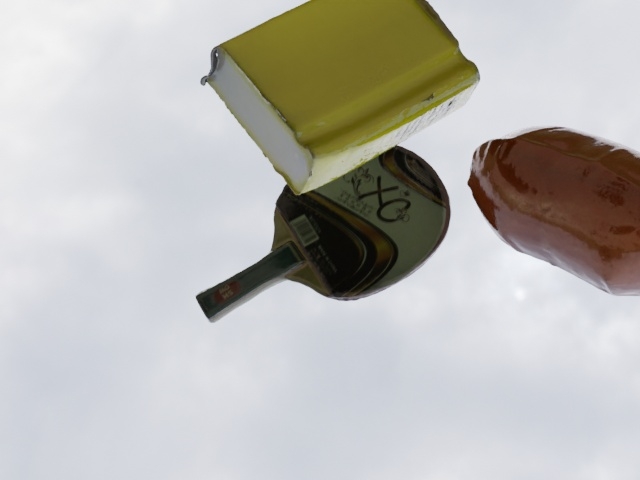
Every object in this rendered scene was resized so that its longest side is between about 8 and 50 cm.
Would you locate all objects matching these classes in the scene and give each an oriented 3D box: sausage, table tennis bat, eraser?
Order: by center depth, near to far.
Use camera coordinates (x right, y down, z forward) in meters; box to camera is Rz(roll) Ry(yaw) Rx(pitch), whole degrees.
[{"bbox_3d":[0.252,-0.035,1.196,0.258,0.133,0.133,28,-110,41],"label":"sausage"},{"bbox_3d":[0.024,-0.156,1.205,0.226,0.069,0.158,-31,-108,-28],"label":"eraser"},{"bbox_3d":[0.000,0.000,1.395,0.301,0.022,0.173,-29,-110,-7],"label":"table tennis bat"}]
